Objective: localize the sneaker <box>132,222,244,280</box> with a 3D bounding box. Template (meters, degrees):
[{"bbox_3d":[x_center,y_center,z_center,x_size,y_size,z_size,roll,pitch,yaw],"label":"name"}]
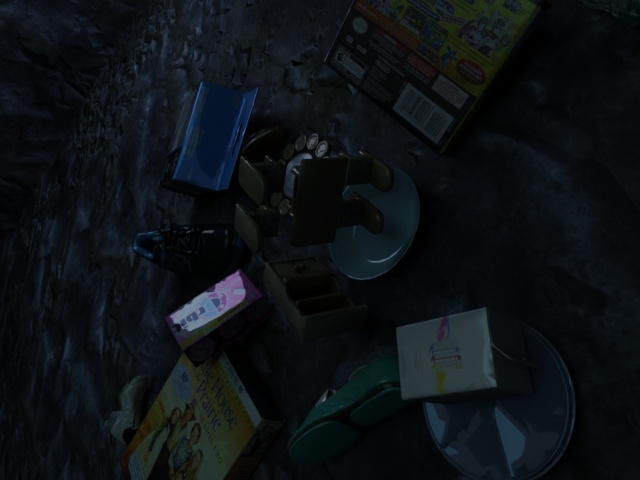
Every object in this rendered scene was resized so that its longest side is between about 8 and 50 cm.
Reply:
[{"bbox_3d":[-0.305,0.021,1.208,0.341,0.140,0.125,-10,65,43],"label":"sneaker"}]

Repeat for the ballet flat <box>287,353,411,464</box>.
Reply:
[{"bbox_3d":[0.045,0.251,0.795,0.247,0.083,0.087,-43,23,27],"label":"ballet flat"}]

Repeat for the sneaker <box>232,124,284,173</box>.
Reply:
[{"bbox_3d":[-0.157,-0.229,1.203,0.186,0.070,0.083,-29,60,36],"label":"sneaker"}]

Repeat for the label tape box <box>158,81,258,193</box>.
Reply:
[{"bbox_3d":[-0.277,-0.237,1.244,0.334,0.106,0.240,2,76,65],"label":"label tape box"}]

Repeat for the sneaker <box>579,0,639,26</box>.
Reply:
[{"bbox_3d":[0.387,-0.339,0.679,0.076,0.065,0.166,-38,51,9],"label":"sneaker"}]

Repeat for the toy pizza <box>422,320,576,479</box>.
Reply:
[{"bbox_3d":[0.216,0.196,0.655,0.201,0.032,0.201,-19,62,41],"label":"toy pizza"}]

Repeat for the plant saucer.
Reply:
[{"bbox_3d":[0.094,-0.026,0.873,0.195,0.037,0.194,-21,59,40],"label":"plant saucer"}]

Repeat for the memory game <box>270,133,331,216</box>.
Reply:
[{"bbox_3d":[-0.042,-0.134,1.084,0.186,0.012,0.186,-20,61,41],"label":"memory game"}]

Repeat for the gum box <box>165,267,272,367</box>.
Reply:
[{"bbox_3d":[-0.195,0.146,1.035,0.188,0.062,0.107,-34,43,-13],"label":"gum box"}]

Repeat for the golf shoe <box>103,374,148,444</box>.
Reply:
[{"bbox_3d":[-0.452,0.412,1.279,0.086,0.069,0.176,35,104,28],"label":"golf shoe"}]

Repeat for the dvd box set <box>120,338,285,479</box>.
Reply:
[{"bbox_3d":[-0.256,0.407,1.056,0.420,0.062,0.307,-58,43,13],"label":"dvd box set"}]

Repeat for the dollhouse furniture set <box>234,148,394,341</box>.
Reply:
[{"bbox_3d":[0.000,0.000,0.785,0.161,0.212,0.242,46,135,48],"label":"dollhouse furniture set"}]

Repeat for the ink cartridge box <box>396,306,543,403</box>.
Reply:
[{"bbox_3d":[0.176,0.140,0.624,0.143,0.092,0.089,-22,59,39],"label":"ink cartridge box"}]

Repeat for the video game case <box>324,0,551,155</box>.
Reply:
[{"bbox_3d":[0.156,-0.309,0.803,0.275,0.035,0.248,45,125,21],"label":"video game case"}]
